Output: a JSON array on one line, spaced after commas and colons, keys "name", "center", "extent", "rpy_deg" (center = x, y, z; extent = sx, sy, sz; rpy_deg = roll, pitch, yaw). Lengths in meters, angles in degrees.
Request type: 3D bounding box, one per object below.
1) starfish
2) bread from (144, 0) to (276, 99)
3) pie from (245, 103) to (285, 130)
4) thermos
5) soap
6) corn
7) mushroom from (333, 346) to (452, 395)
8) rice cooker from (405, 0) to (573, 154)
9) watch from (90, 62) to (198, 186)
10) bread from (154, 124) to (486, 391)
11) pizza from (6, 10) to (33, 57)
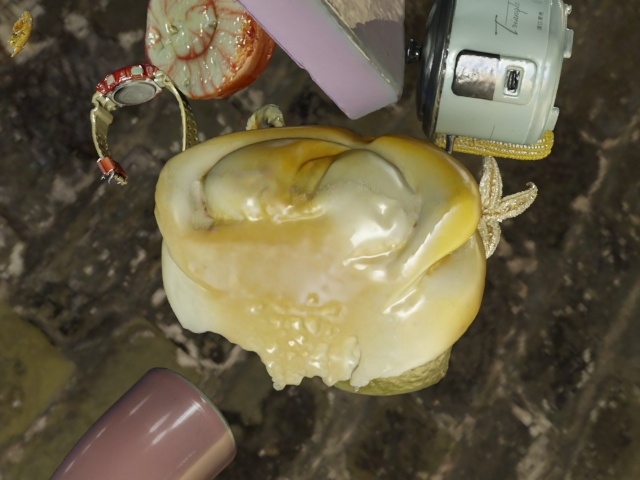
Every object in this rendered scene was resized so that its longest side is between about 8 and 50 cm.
[{"name": "starfish", "center": [0.317, -0.067, 1.886], "extent": [0.238, 0.216, 0.071], "rpy_deg": [-13, 0, -6]}, {"name": "bread", "center": [-0.228, -0.451, 1.956], "extent": [0.114, 0.295, 0.328], "rpy_deg": [-24, -47, -53]}, {"name": "pie", "center": [-0.112, -0.133, 2.122], "extent": [0.077, 0.339, 0.339], "rpy_deg": [-6, 2, -19]}, {"name": "thermos", "center": [-0.241, 0.279, 1.074], "extent": [0.176, 0.146, 0.265], "rpy_deg": [-1, 33, 48]}, {"name": "soap", "center": [0.007, -0.363, 1.337], "extent": [0.107, 0.296, 0.285], "rpy_deg": [-22, 44, 30]}, {"name": "corn", "center": [0.327, -0.196, 1.816], "extent": [0.080, 0.231, 0.080], "rpy_deg": [-177, 90, -85]}, {"name": "mushroom", "center": [0.121, 0.143, 1.535], "extent": [0.292, 0.218, 0.212], "rpy_deg": [-3, -5, -26]}, {"name": "rice cooker", "center": [0.238, -0.261, 1.414], "extent": [0.241, 0.226, 0.281], "rpy_deg": [-70, -12, -65]}, {"name": "watch", "center": [-0.282, -0.153, 1.550], "extent": [0.164, 0.269, 0.102], "rpy_deg": [-10, -14, 12]}, {"name": "bread", "center": [-0.010, 0.007, 1.194], "extent": [0.423, 0.245, 0.329], "rpy_deg": [8, 62, 20]}, {"name": "pizza", "center": [-0.429, -0.296, 1.369], "extent": [0.037, 0.016, 0.083], "rpy_deg": [-12, 55, 31]}]
